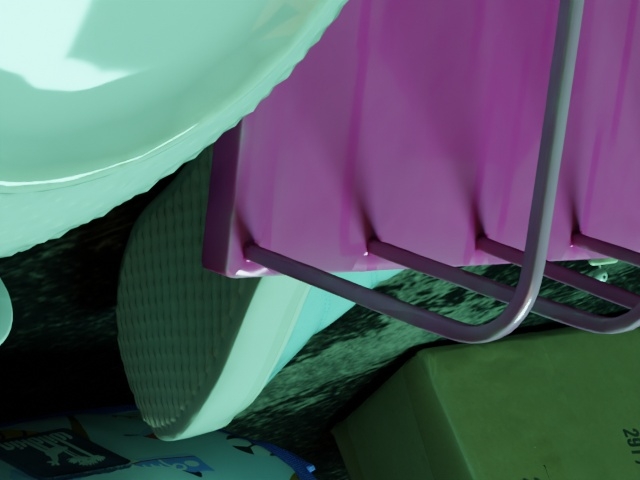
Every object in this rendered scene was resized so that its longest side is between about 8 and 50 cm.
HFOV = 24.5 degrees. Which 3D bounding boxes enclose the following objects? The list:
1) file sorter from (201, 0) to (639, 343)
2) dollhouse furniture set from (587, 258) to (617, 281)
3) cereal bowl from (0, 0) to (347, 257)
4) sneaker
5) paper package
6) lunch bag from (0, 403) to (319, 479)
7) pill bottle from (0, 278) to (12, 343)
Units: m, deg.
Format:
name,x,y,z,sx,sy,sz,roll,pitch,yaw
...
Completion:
name,x,y,z,sx,sy,sz,roll,pitch,yaw
file sorter,0.129,-0.071,0.617,0.291,0.182,0.202,-2,104,-39
dollhouse furniture set,0.220,-0.019,1.036,0.114,0.081,0.091,-6,151,-34
cereal bowl,-0.085,-0.114,0.372,0.339,0.141,0.339,-30,147,-22
sneaker,0.000,0.000,0.817,0.150,0.135,0.366,-3,150,-30
paper package,0.214,0.249,1.296,0.310,0.324,0.168,-5,150,-33
lunch bag,-0.219,0.248,1.017,0.328,0.238,0.385,-4,159,-41
pill bottle,-0.243,0.072,0.798,0.169,0.094,0.094,-38,152,31
